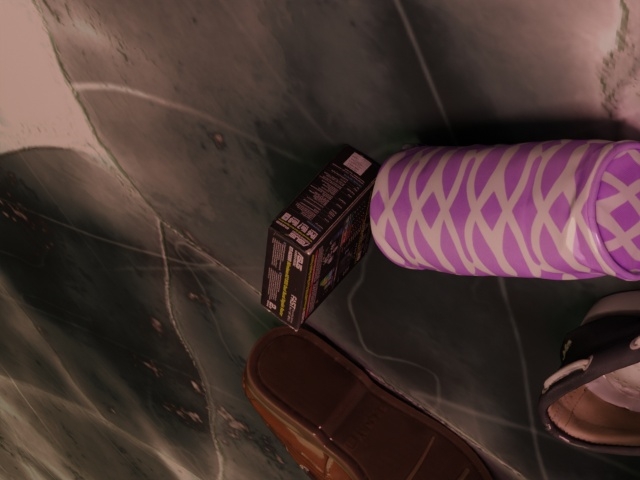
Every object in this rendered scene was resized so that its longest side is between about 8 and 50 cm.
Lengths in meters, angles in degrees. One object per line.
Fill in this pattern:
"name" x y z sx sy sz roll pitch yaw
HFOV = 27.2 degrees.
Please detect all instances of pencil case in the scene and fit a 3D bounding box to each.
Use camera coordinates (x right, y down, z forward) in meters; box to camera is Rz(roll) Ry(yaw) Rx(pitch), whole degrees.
"pencil case" 0.119 -0.017 0.804 0.088 0.086 0.206 17 172 -36

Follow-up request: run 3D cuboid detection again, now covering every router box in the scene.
"router box" 0.000 0.000 0.974 0.038 0.092 0.122 34 152 14

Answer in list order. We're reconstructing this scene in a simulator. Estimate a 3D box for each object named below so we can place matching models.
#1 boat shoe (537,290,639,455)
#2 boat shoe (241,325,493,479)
"boat shoe" 0.245 0.080 0.768 0.114 0.091 0.302 46 153 -9
"boat shoe" 0.055 0.203 1.206 0.307 0.111 0.104 46 159 13
